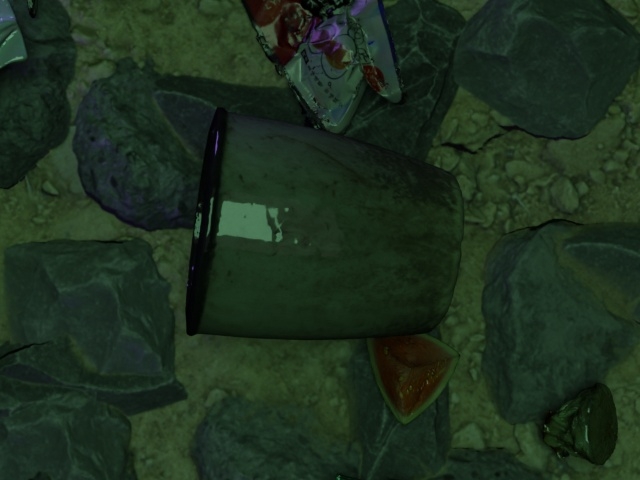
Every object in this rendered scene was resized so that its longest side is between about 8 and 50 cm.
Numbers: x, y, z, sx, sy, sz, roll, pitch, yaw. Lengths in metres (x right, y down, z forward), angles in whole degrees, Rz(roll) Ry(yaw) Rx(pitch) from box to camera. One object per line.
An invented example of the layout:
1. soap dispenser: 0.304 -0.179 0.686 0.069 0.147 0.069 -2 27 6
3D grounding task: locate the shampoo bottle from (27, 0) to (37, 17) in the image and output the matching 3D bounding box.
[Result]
1. shampoo bottle: -0.290 -0.405 1.498 0.284 0.071 0.153 -19 95 5

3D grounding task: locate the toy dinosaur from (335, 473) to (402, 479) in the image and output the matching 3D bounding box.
1. toy dinosaur: 0.032 0.384 1.434 0.259 0.094 0.153 13 80 7

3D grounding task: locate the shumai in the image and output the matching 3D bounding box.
1. shumai: 0.355 0.256 1.465 0.087 0.123 0.099 -9 107 35

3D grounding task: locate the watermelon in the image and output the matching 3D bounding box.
1. watermelon: 0.112 0.171 1.451 0.135 0.094 0.125 40 91 5

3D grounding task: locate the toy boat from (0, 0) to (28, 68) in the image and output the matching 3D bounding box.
1. toy boat: -0.546 -0.237 1.458 0.290 0.100 0.200 -21 86 -3

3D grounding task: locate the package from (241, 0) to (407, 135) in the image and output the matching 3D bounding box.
1. package: 0.014 -0.291 1.505 0.194 0.071 0.270 -26 83 4

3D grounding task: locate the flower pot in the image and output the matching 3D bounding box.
1. flower pot: 0.000 0.000 1.376 0.330 0.293 0.294 9 84 -9
